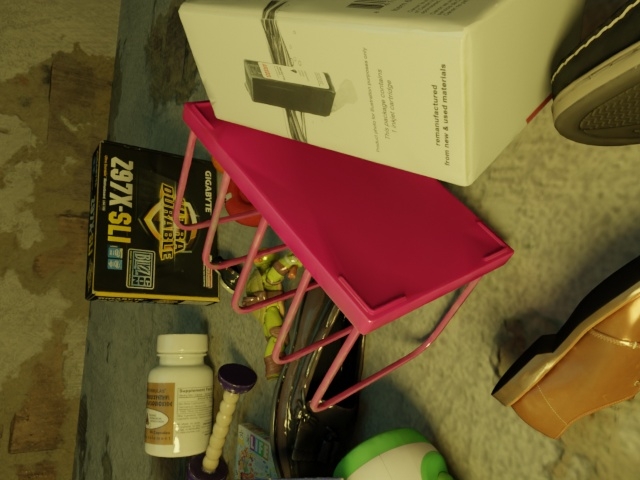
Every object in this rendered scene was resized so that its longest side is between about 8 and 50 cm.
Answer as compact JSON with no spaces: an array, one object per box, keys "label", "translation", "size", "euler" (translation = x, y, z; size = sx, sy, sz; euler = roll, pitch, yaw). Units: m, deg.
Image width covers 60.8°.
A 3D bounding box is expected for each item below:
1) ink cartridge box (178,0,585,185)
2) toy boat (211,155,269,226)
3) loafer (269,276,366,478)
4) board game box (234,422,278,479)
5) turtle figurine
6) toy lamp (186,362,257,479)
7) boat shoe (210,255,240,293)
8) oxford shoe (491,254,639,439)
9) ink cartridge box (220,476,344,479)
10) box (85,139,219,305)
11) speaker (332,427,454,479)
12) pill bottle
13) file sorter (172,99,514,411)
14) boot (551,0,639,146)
[{"label":"ink cartridge box","translation":[0.048,-0.171,0.461],"size":[0.273,0.197,0.114],"euler":[23,141,35]},{"label":"toy boat","translation":[-0.105,-0.126,0.886],"size":[0.231,0.151,0.151],"euler":[-52,44,39]},{"label":"loafer","translation":[0.006,0.188,0.706],"size":[0.095,0.109,0.302],"euler":[-2,79,53]},{"label":"board game box","translation":[-0.095,0.372,0.895],"size":[0.154,0.026,0.103],"euler":[-3,82,57]},{"label":"turtle figurine","translation":[-0.072,0.094,0.822],"size":[0.269,0.087,0.217],"euler":[133,130,-62]},{"label":"toy lamp","translation":[-0.188,0.358,0.995],"size":[0.080,0.080,0.275],"euler":[39,117,53]},{"label":"boat shoe","translation":[-0.182,0.059,1.075],"size":[0.042,0.049,0.133],"euler":[-50,30,0]},{"label":"oxford shoe","translation":[0.232,0.077,0.425],"size":[0.076,0.076,0.212],"euler":[43,122,16]},{"label":"ink cartridge box","translation":[-0.043,0.418,0.570],"size":[0.303,0.072,0.307],"euler":[-34,67,50]},{"label":"box","translation":[-0.344,-0.029,1.142],"size":[0.079,0.257,0.322],"euler":[-27,62,53]},{"label":"speaker","translation":[0.117,0.325,0.487],"size":[0.131,0.131,0.296],"euler":[-63,38,28]},{"label":"pill bottle","translation":[-0.283,0.306,1.101],"size":[0.131,0.131,0.229],"euler":[-17,70,55]},{"label":"file sorter","translation":[0.000,0.000,0.583],"size":[0.291,0.202,0.182],"euler":[49,136,27]},{"label":"boot","translation":[0.283,-0.254,0.321],"size":[0.377,0.138,0.284],"euler":[-36,56,45]}]
